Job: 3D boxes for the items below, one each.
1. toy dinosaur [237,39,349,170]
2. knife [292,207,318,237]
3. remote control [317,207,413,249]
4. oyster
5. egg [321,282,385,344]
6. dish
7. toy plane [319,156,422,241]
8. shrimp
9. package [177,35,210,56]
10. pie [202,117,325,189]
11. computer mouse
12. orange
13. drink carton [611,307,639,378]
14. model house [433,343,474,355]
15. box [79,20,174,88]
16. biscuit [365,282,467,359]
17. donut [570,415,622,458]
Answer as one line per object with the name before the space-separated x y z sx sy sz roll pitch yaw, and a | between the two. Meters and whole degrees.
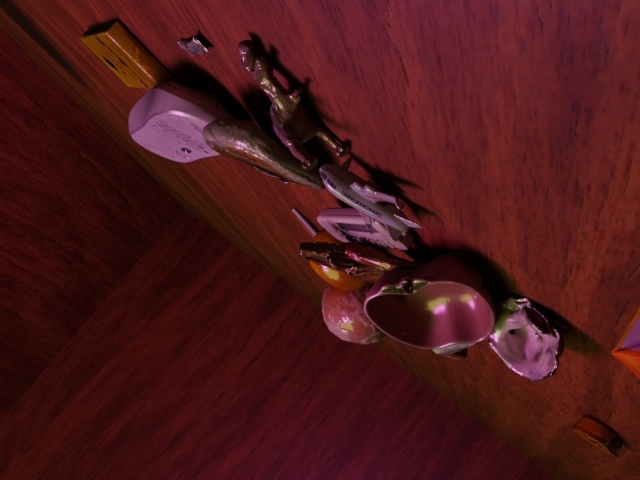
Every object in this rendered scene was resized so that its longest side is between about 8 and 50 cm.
toy dinosaur | -0.049 -0.185 0.890 0.200 0.072 0.251 48 -177 7
knife | 0.001 -0.001 1.580 0.256 0.022 0.046 50 172 -31
remote control | 0.077 -0.028 1.106 0.090 0.049 0.230 42 165 -25
oyster | 0.323 0.141 0.971 0.191 0.081 0.163 50 153 35
egg | 0.099 0.160 1.479 0.195 0.195 0.233 38 -176 4
dish | 0.184 0.088 0.988 0.213 0.090 0.213 9 142 7
toy plane | 0.073 -0.064 0.916 0.171 0.065 0.162 43 166 -2
shrimp | 0.098 0.046 1.097 0.287 0.063 0.152 13 175 -1
package | -0.203 -0.311 0.961 0.037 0.015 0.110 38 173 -28
pie | -0.091 -0.145 1.027 0.240 0.054 0.240 23 179 1
computer mouse | -0.263 -0.243 1.190 0.184 0.121 0.297 28 159 -28
orange | 0.052 0.032 1.281 0.155 0.134 0.154 37 -166 -10
drink carton | 0.447 0.171 0.524 0.351 0.111 0.154 39 171 -8
model house | 0.238 0.135 1.162 0.165 0.106 0.152 41 -152 5
box | -0.426 -0.396 1.300 0.153 0.041 0.279 44 169 -33
biscuit | 0.204 0.163 1.271 0.260 0.041 0.203 41 -160 27
donut | 0.586 0.413 1.273 0.108 0.043 0.097 44 168 -34
